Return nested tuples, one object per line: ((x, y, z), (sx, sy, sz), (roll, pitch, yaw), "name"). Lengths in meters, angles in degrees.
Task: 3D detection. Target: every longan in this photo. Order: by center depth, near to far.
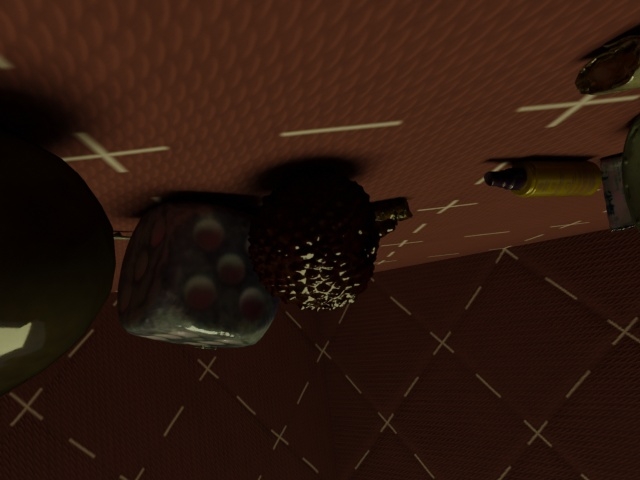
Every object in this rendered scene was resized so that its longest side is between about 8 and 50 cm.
((-0.445, 0.033, 0.580), (0.405, 0.335, 0.404), (-1, -157, 0), "longan")

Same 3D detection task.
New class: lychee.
((0.000, 0.000, 0.981), (0.300, 0.264, 0.264), (-14, 169, 26), "lychee")

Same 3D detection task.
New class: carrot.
((0.119, -0.062, 1.339), (0.229, 0.068, 0.069), (-10, 171, 19), "carrot")

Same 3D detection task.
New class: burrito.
((0.424, -0.209, 0.599), (0.226, 0.060, 0.087), (-6, 176, 0), "burrito")

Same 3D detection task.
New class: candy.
((0.667, -0.105, 1.154), (0.073, 0.160, 0.092), (-9, 178, 35), "candy")

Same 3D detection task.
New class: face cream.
((0.460, -0.129, 1.093), (0.274, 0.078, 0.078), (-3, 171, -22), "face cream")

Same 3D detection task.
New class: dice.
((-0.260, 0.082, 1.125), (0.270, 0.271, 0.270), (18, 158, -37), "dice")

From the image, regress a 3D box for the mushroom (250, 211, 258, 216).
((-0.131, -0.031, 1.278), (0.171, 0.080, 0.135), (-9, 158, 25), "mushroom")

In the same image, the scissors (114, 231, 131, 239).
((-0.546, -0.013, 1.257), (0.212, 0.021, 0.110), (2, 165, -44), "scissors")

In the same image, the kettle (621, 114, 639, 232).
((0.724, -0.154, 0.783), (0.377, 0.249, 0.361), (-9, 143, 2), "kettle")
